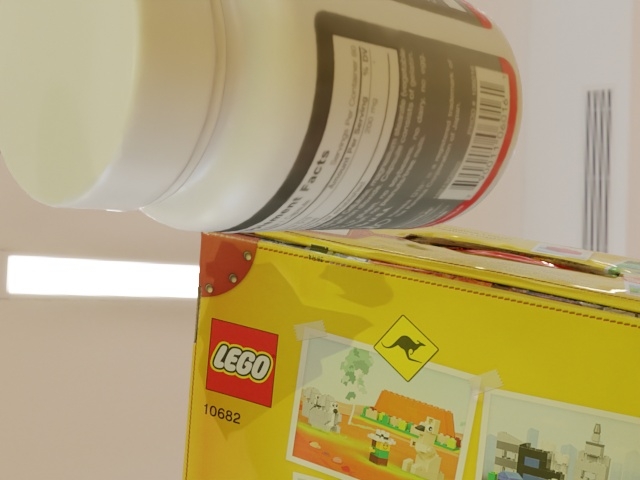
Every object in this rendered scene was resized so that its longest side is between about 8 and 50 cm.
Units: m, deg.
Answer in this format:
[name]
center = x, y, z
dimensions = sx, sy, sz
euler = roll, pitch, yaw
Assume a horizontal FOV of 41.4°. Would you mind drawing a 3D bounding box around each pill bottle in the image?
[pill bottle]
center = -0.024, -0.085, 0.483
dimensions = 0.283, 0.161, 0.161
euler = -1, -89, -46

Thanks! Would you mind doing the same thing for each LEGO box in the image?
[LEGO box]
center = 0.136, 0.188, 0.742
dimensions = 0.193, 0.501, 0.372
euler = -18, -63, -63
